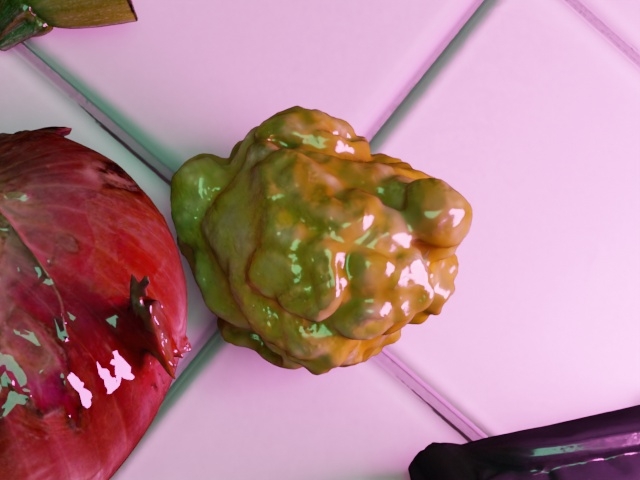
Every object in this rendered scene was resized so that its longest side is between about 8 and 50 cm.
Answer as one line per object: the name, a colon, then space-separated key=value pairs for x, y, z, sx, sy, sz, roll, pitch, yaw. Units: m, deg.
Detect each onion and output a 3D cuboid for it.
onion: x=-0.267 y=0.071 z=1.555 sx=0.354 sy=0.353 sz=0.353 roll=3 pitch=80 yaw=-16

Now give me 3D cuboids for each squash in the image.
squash: x=-0.237 y=-0.223 z=1.743 sx=0.132 sy=0.105 sz=0.105 roll=-20 pitch=87 yaw=1

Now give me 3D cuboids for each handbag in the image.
handbag: x=0.247 y=0.222 z=1.704 sx=0.302 sy=0.178 sz=0.275 roll=-8 pitch=47 yaw=-16

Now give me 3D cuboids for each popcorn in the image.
popcorn: x=0.000 y=0.000 z=1.680 sx=0.242 sy=0.250 sz=0.235 roll=-12 pitch=92 yaw=-16
